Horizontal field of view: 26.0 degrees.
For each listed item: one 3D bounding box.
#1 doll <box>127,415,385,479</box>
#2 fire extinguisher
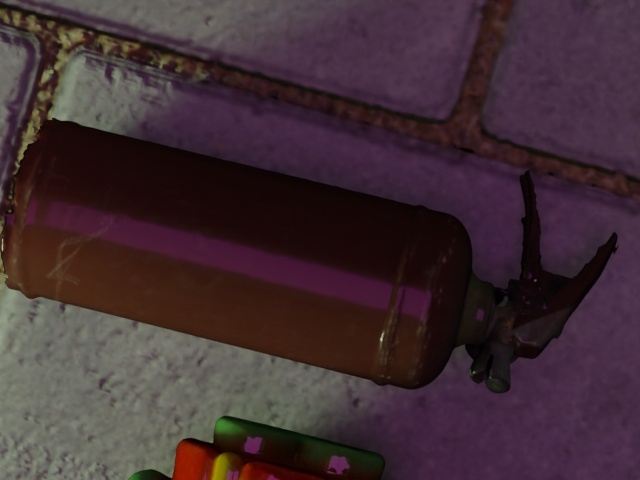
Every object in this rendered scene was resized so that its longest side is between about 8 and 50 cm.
[{"bbox_3d":[-0.055,0.282,0.769,0.183,0.160,0.363,15,92,-3],"label":"doll"},{"bbox_3d":[0.000,0.000,0.797,0.337,0.106,0.147,13,67,3],"label":"fire extinguisher"}]
